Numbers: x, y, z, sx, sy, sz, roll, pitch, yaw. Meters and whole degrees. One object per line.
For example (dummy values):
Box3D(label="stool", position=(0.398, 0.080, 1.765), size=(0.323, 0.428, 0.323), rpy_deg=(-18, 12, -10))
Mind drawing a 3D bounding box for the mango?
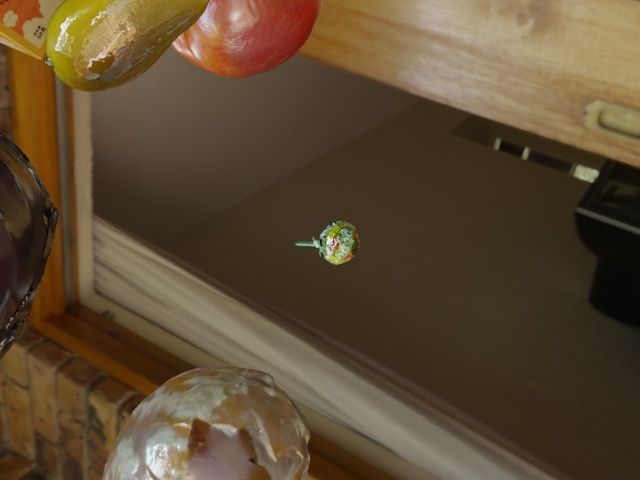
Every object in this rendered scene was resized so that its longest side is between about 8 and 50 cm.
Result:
Box3D(label="mango", position=(-0.179, -0.200, 0.660), size=(0.161, 0.076, 0.103), rpy_deg=(-29, -22, 6))

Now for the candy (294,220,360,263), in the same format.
Box3D(label="candy", position=(0.000, 0.000, 0.438), size=(0.023, 0.083, 0.025), rpy_deg=(-22, -80, -19))

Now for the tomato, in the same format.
Box3D(label="tomato", position=(-0.095, -0.290, 0.942), size=(0.200, 0.233, 0.139), rpy_deg=(-33, -62, -22))

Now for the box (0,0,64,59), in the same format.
Box3D(label="box", position=(-0.552, -0.504, 1.194), size=(0.283, 0.260, 0.214), rpy_deg=(-63, -27, -2))

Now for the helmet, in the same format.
Box3D(label="helmet", position=(-0.381, 0.024, 0.640), size=(0.177, 0.225, 0.305), rpy_deg=(-178, 109, -80))

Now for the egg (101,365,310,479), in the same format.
Box3D(label="egg", position=(-0.116, 0.231, 0.706), size=(0.233, 0.195, 0.195), rpy_deg=(-44, -23, 2))
